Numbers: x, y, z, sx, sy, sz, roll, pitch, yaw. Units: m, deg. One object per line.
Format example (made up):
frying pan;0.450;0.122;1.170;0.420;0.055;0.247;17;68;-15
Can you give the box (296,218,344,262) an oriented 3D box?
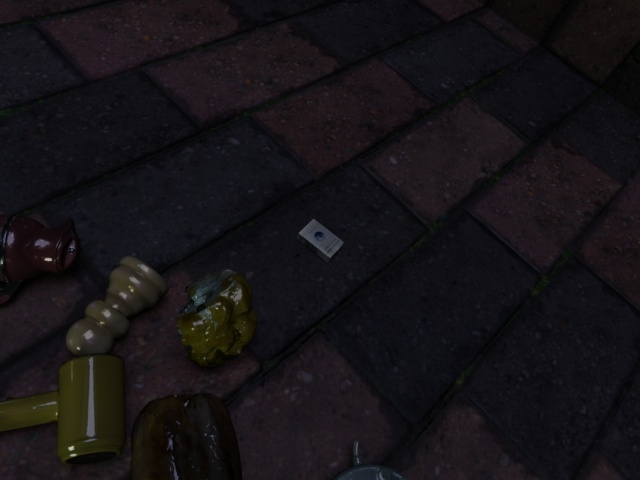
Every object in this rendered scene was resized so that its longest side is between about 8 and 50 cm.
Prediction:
box;0.000;0.000;1.020;0.083;0.024;0.054;38;56;10

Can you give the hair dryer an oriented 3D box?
hair dryer;-0.416;0.252;0.691;0.278;0.090;0.135;-7;60;-14

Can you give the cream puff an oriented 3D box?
cream puff;-0.164;0.130;0.816;0.121;0.156;0.156;-10;58;-5

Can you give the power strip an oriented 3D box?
power strip;0.056;0.410;0.738;0.137;0.044;0.216;17;53;-4

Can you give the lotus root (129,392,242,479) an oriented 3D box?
lotus root;-0.177;0.363;0.680;0.167;0.078;0.330;-8;59;-20

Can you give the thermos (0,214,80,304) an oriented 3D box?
thermos;-0.558;0.021;0.782;0.329;0.110;0.136;2;55;-16

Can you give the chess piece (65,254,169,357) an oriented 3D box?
chess piece;-0.336;0.115;0.806;0.094;0.094;0.171;32;60;6
